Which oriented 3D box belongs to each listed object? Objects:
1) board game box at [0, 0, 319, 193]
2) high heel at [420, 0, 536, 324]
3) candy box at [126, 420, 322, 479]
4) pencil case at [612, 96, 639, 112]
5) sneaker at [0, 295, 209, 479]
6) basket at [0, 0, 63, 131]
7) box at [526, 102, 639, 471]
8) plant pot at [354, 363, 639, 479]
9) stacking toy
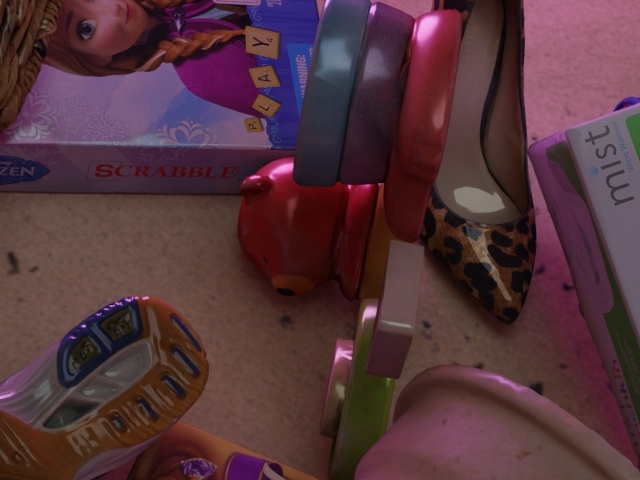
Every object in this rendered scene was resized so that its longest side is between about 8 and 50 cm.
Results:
[{"bbox_3d":[-0.161,-0.182,1.446,0.318,0.066,0.318,0,56,-16],"label":"board game box"},{"bbox_3d":[0.127,-0.084,1.387,0.093,0.186,0.261,-3,57,-18],"label":"high heel"},{"bbox_3d":[-0.046,0.201,1.223,0.187,0.053,0.109,23,52,-2],"label":"candy box"},{"bbox_3d":[0.364,-0.019,1.451,0.306,0.119,0.133,14,31,-5],"label":"pencil case"},{"bbox_3d":[-0.202,0.145,1.146,0.296,0.131,0.112,-26,80,-35],"label":"sneaker"},{"bbox_3d":[-0.345,-0.157,1.304,0.299,0.223,0.213,4,92,10],"label":"basket"},{"bbox_3d":[0.304,0.012,1.322,0.231,0.127,0.262,-18,89,-8],"label":"box"},{"bbox_3d":[0.048,0.290,1.013,0.305,0.334,0.334,-36,72,-22],"label":"plant pot"},{"bbox_3d":[0.000,0.000,1.231,0.130,0.309,0.279,11,56,1],"label":"stacking toy"}]
